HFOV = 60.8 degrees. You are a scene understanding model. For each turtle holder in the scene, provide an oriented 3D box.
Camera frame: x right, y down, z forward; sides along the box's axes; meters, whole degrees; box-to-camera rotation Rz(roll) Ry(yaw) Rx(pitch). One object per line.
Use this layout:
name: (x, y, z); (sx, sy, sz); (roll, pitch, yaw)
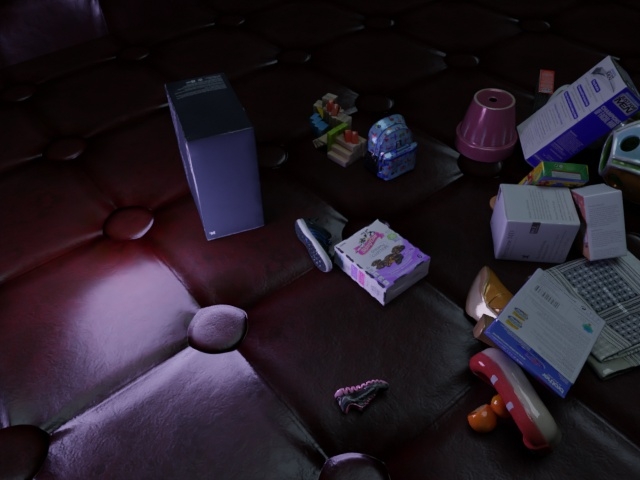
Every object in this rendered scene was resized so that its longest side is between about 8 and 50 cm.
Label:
turtle holder: (0.950, -0.262, 1.570); (0.227, 0.320, 0.243); (14, 9, 14)

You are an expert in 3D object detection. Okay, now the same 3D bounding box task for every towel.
towel: (0.718, 0.159, 1.327); (0.312, 0.056, 0.324); (-15, 47, -12)

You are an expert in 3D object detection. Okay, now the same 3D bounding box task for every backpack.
backpack: (0.225, -0.299, 1.714); (0.158, 0.173, 0.117); (-22, 49, -20)

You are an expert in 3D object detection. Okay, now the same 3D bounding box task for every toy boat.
toy boat: (0.371, 0.340, 1.122); (0.151, 0.151, 0.231); (-33, 46, 10)

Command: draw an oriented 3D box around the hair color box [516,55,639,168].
hair color box: (0.782, -0.376, 1.670); (0.110, 0.339, 0.185); (30, 42, -21)

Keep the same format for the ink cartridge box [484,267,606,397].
ink cartridge box: (0.468, 0.193, 1.145); (0.186, 0.065, 0.311); (43, 40, 16)

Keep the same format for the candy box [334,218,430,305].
candy box: (0.159, 0.052, 1.439); (0.164, 0.070, 0.196); (-32, 53, -26)

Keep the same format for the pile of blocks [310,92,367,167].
pile of blocks: (0.035, -0.400, 1.863); (0.149, 0.113, 0.362); (-16, 46, -14)

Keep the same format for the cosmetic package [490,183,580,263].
cosmetic package: (0.568, -0.046, 1.467); (0.183, 0.151, 0.151); (3, 46, 6)

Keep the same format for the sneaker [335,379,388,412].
sneaker: (0.094, 0.340, 1.179); (0.119, 0.047, 0.057); (-16, 53, -3)

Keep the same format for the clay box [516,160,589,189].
clay box: (0.632, -0.148, 1.535); (0.127, 0.222, 0.053); (5, 70, -4)

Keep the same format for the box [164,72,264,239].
box: (-0.296, -0.238, 1.553); (0.178, 0.343, 0.312); (-15, 47, -14)

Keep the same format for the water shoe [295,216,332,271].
water shoe: (0.000, 0.000, 1.495); (0.080, 0.073, 0.203); (-18, 48, -18)

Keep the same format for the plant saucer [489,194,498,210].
plant saucer: (0.548, -0.109, 1.627); (0.083, 0.013, 0.083); (0, 45, 0)

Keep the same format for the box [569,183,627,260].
box: (0.718, -0.050, 1.417); (0.091, 0.171, 0.130); (-10, 12, 11)

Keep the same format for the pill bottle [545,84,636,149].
pill bottle: (0.886, -0.395, 1.802); (0.153, 0.153, 0.264); (-27, 50, -23)

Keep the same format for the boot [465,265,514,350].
boot: (0.463, 0.187, 1.292); (0.211, 0.104, 0.295); (24, 30, 0)

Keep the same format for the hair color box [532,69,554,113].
hair color box: (0.814, -0.541, 1.992); (0.053, 0.093, 0.167); (13, 48, 15)

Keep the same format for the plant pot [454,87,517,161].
plant pot: (0.551, -0.385, 1.785); (0.201, 0.180, 0.201); (-1, 46, 1)
